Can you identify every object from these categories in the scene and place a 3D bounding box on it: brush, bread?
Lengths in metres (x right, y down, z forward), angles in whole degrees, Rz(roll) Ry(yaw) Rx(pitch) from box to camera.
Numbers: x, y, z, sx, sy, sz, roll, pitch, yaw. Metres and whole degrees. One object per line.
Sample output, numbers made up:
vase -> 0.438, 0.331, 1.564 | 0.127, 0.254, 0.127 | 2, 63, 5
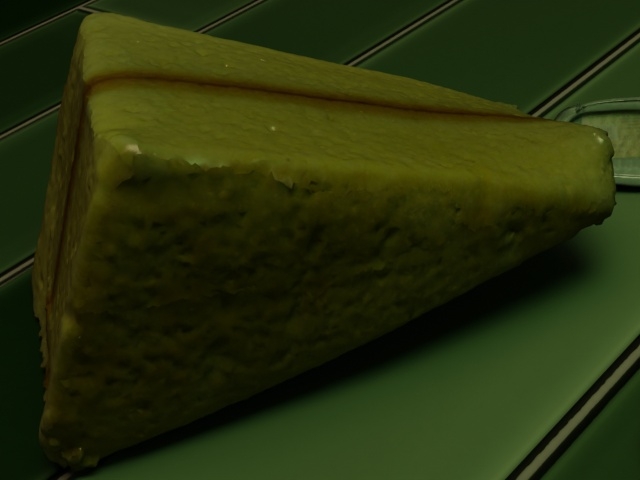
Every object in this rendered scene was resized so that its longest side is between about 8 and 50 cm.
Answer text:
brush -> 0.322, -0.071, 0.747 | 0.296, 0.068, 0.060 | 4, 12, 18
bread -> 0.000, 0.000, 0.694 | 0.361, 0.245, 0.233 | 5, 28, -20
